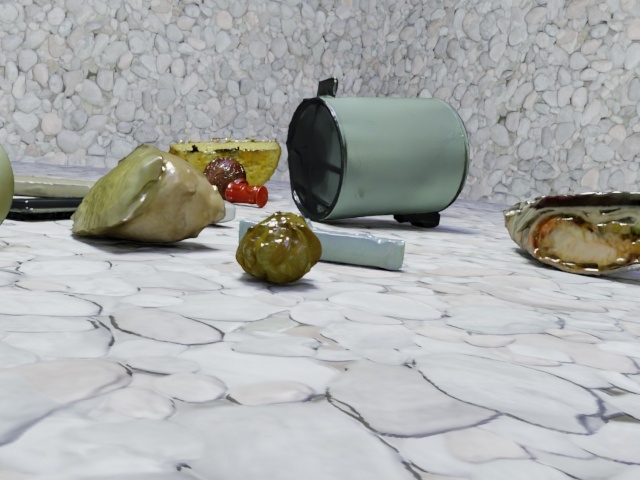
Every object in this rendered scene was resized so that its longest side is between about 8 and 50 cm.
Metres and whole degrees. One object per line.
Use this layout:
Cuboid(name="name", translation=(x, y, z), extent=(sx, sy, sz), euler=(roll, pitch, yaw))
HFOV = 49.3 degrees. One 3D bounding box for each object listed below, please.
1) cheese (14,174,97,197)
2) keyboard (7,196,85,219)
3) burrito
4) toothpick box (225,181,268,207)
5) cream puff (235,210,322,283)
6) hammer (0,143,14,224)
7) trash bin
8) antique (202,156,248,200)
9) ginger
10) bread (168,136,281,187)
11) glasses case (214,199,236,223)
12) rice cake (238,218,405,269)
Cuboid(name="cheese", translation=(-0.401, -0.089, 1.246), extent=(0.401, 0.034, 0.085), euler=(3, 7, -20))
Cuboid(name="keyboard", translation=(-0.344, -0.047, 0.948), extent=(0.094, 0.025, 0.230), euler=(6, 6, 20))
Cuboid(name="burrito", translation=(0.337, -0.015, 0.913), extent=(0.175, 0.107, 0.348), euler=(-10, 3, 4))
Cuboid(name="toothpick box", translation=(-0.151, -0.095, 1.445), extent=(0.083, 0.047, 0.047), euler=(8, 7, 27))
Cuboid(name="cream puff", translation=(-0.036, 0.004, 0.592), extent=(0.083, 0.058, 0.083), euler=(7, 8, 31))
Cuboid(name="hammer", translation=(-0.378, -0.035, 0.504), extent=(0.202, 0.113, 0.305), euler=(3, 11, 3))
Cuboid(name="trash bin", translation=(0.099, -0.151, 1.261), extent=(0.263, 0.277, 0.217), euler=(-6, 10, -27))
Cuboid(name="antique", translation=(-0.211, -0.134, 1.523), extent=(0.104, 0.104, 0.104), euler=(5, 6, -1))
Cuboid(name="ginger", translation=(-0.192, -0.038, 0.770), extent=(0.123, 0.115, 0.193), euler=(27, -16, -35))
Cuboid(name="bread", translation=(-0.224, -0.168, 1.655), extent=(0.261, 0.147, 0.160), euler=(-4, 18, -21))
Cuboid(name="glasses case", translation=(-0.190, -0.049, 1.019), extent=(0.164, 0.041, 0.063), euler=(12, 10, 41))
Cuboid(name="rice cake", translation=(0.000, 0.000, 0.739), extent=(0.180, 0.042, 0.030), euler=(8, 4, 15))
